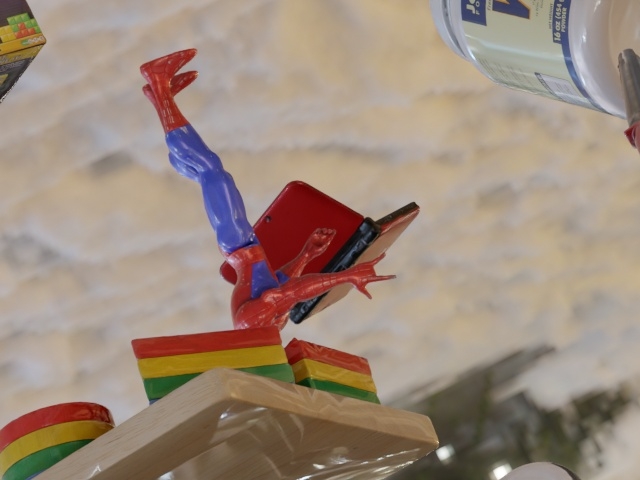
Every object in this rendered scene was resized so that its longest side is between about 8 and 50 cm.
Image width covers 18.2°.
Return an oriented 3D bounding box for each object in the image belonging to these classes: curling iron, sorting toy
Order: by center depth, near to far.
[{"bbox_3d":[-0.095,0.147,1.410,0.257,0.089,0.255,-32,151,26],"label":"sorting toy"},{"bbox_3d":[0.252,-0.068,1.531,0.035,0.274,0.068,-3,129,-2],"label":"curling iron"}]

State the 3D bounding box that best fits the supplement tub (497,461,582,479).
[{"bbox_3d":[0.210,0.278,1.630,0.117,0.117,0.190,-31,123,17],"label":"supplement tub"}]

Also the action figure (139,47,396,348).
[{"bbox_3d":[-0.036,-0.023,1.579,0.139,0.280,0.091,-18,169,-5],"label":"action figure"}]

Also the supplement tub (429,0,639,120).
[{"bbox_3d":[0.293,-0.270,2.248,0.235,0.235,0.325,-18,-158,-28],"label":"supplement tub"}]

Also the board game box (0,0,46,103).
[{"bbox_3d":[-0.300,-0.111,1.429,0.170,0.048,0.141,-21,169,-35],"label":"board game box"}]

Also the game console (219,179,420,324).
[{"bbox_3d":[0.000,0.000,1.825,0.124,0.085,0.144,-28,163,-51],"label":"game console"}]
